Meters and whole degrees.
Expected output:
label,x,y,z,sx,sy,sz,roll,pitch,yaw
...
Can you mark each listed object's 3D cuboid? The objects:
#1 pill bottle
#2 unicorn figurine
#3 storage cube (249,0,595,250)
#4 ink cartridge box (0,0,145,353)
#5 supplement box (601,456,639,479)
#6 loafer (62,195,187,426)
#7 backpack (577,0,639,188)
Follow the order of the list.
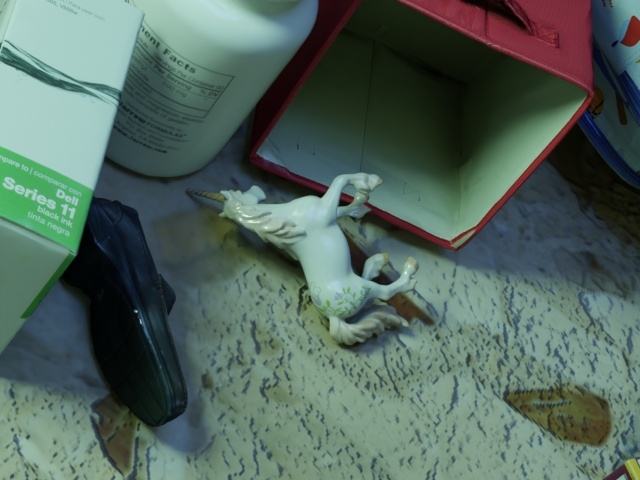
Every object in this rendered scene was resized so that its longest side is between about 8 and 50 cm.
label,x,y,z,sx,sy,sz,roll,pitch,yaw
pill bottle,-0.076,-0.156,1.313,0.131,0.229,0.131,17,50,-22
unicorn figurine,0.000,0.000,1.364,0.111,0.060,0.162,-27,80,-31
storage cube,0.077,-0.146,1.422,0.183,0.215,0.193,23,43,-16
ink cartridge box,-0.194,-0.050,1.214,0.087,0.153,0.208,25,49,-17
supplement box,0.250,0.183,1.406,0.083,0.043,0.055,-6,62,-35
loafer,-0.118,0.041,1.263,0.061,0.062,0.170,-5,62,-40
backpack,0.304,-0.149,1.551,0.276,0.213,0.263,-8,57,-51
